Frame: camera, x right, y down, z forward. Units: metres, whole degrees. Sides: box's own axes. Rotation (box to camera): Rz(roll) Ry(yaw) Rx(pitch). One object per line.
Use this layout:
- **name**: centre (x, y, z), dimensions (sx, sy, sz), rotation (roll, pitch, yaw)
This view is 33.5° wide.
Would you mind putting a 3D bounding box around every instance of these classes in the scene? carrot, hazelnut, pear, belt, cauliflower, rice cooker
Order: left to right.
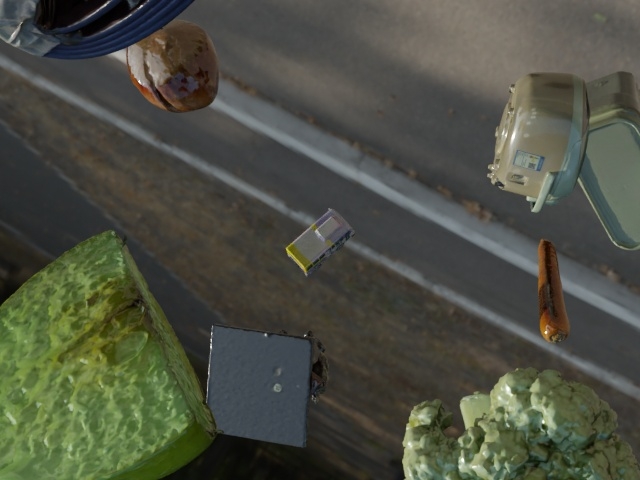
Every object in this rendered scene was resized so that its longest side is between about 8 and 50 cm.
- **pear**: centre (-0.235, 0.159, 1.004), dimensions (0.288, 0.239, 0.139), rotation (56, 169, 45)
- **belt**: centre (-0.262, -0.336, 1.260), dimensions (0.212, 0.117, 0.347), rotation (14, 154, -42)
- **hazelnut**: centre (-0.224, -0.268, 1.640), dimensions (0.154, 0.143, 0.143), rotation (32, 171, 24)
- **cauliflower**: centre (0.198, 0.269, 1.179), dimensions (0.260, 0.327, 0.281), rotation (7, -160, -34)
- **rice cooker**: centre (0.309, -0.141, 1.489), dimensions (0.127, 0.145, 0.206), rotation (14, 136, 0)
- **carrot**: centre (0.304, 0.058, 1.402), dimensions (0.037, 0.190, 0.037), rotation (4, 134, 4)

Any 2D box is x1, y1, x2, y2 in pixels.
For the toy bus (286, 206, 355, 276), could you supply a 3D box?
- **toy bus**: centre (0.000, 0.000, 1.611), dimensions (0.052, 0.102, 0.058), rotation (47, 174, 14)

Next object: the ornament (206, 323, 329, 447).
- **ornament**: centre (-0.044, 0.189, 1.524), dimensions (0.166, 0.153, 0.196), rotation (7, -172, 21)

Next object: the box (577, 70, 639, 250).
- **box**: centre (0.489, -0.139, 1.722), dimensions (0.138, 0.178, 0.274), rotation (-18, 123, 27)
